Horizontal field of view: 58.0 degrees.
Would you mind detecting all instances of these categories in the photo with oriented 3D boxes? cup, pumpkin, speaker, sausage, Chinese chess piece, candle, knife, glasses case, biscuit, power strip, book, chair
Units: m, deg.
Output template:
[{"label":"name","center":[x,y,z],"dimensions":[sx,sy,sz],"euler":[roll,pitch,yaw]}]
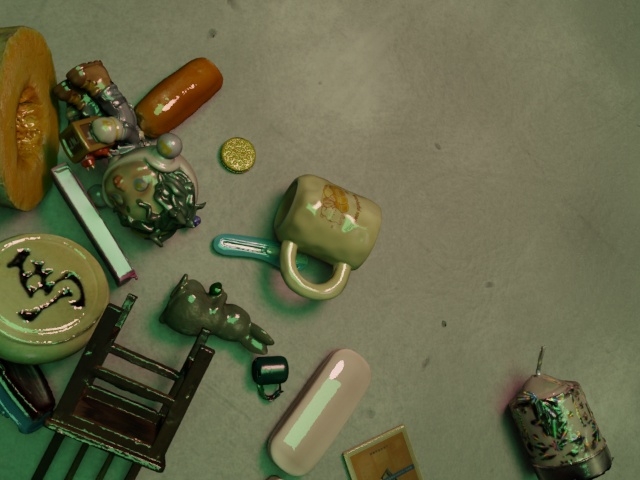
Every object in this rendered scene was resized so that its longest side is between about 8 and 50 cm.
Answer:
[{"label":"cup","center":[-0.004,-0.005,1.301],"dimensions":[0.202,0.173,0.255],"euler":[23,92,-16]},{"label":"pumpkin","center":[-0.617,-0.228,1.047],"dimensions":[0.199,0.332,0.332],"euler":[7,76,-7]},{"label":"speaker","center":[-0.111,0.297,1.257],"dimensions":[0.075,0.060,0.094],"euler":[2,114,-19]},{"label":"sausage","center":[-0.316,-0.321,1.284],"dimensions":[0.098,0.098,0.238],"euler":[46,67,-6]},{"label":"Chinese chess piece","center":[-0.523,0.105,1.076],"dimensions":[0.250,0.101,0.250],"euler":[18,52,-24]},{"label":"candle","center":[0.560,0.417,1.394],"dimensions":[0.187,0.187,0.330],"euler":[-19,85,-22]},{"label":"knife","center":[-0.133,0.025,1.309],"dimensions":[0.222,0.031,0.064],"euler":[12,74,-17]},{"label":"glasses case","center":[0.001,0.371,1.263],"dimensions":[0.113,0.075,0.297],"euler":[42,70,-8]},{"label":"biscuit","center":[-0.190,-0.198,1.338],"dimensions":[0.084,0.023,0.084],"euler":[4,78,-19]},{"label":"power strip","center":[-0.457,-0.029,1.162],"dimensions":[0.037,0.109,0.279],"euler":[-32,91,-24]},{"label":"book","center":[0.161,0.567,1.311],"dimensions":[0.170,0.018,0.241],"euler":[-18,85,-22]},{"label":"chair","center":[-0.363,0.324,1.006],"dimensions":[0.203,0.240,0.416],"euler":[27,85,-13]}]

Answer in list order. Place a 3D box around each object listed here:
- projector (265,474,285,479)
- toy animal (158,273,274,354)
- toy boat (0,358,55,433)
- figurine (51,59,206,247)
[{"label":"projector","center":[-0.117,0.659,1.160],"dimensions":[0.257,0.079,0.259],"euler":[-32,92,-23]},{"label":"toy animal","center":[-0.217,0.167,1.223],"dimensions":[0.236,0.108,0.138],"euler":[36,98,-24]},{"label":"toy boat","center":[-0.586,0.258,1.076],"dimensions":[0.097,0.100,0.223],"euler":[-36,86,13]},{"label":"figurine","center":[-0.383,-0.164,1.157],"dimensions":[0.382,0.261,0.186],"euler":[57,44,-12]}]
